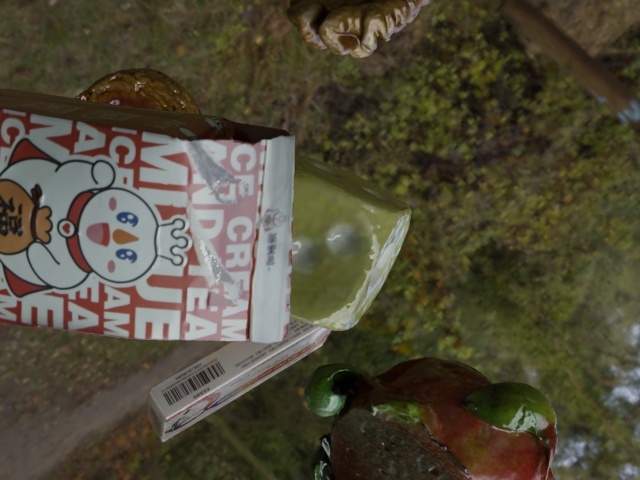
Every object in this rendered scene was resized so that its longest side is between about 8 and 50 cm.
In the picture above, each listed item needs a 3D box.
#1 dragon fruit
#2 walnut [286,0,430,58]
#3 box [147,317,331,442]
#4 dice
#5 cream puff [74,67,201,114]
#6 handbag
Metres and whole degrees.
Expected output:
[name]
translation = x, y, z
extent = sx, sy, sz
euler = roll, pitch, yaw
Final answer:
[dragon fruit]
translation = 0.105, 0.224, 0.862
extent = 0.130, 0.295, 0.268
euler = -31, 178, -38
[walnut]
translation = 0.046, -0.253, 1.033
extent = 0.170, 0.143, 0.069
euler = -39, 137, -36
[box]
translation = -0.132, 0.217, 1.618
extent = 0.353, 0.069, 0.214
euler = -28, 166, -20
[dice]
translation = 0.000, 0.000, 1.136
extent = 0.166, 0.169, 0.169
euler = -66, 168, 11
[cream puff]
translation = -0.241, -0.157, 1.300
extent = 0.183, 0.183, 0.169
euler = -45, -176, 21
[handbag]
translation = -0.158, -0.018, 0.711
extent = 0.151, 0.298, 0.171
euler = -38, 137, -73
